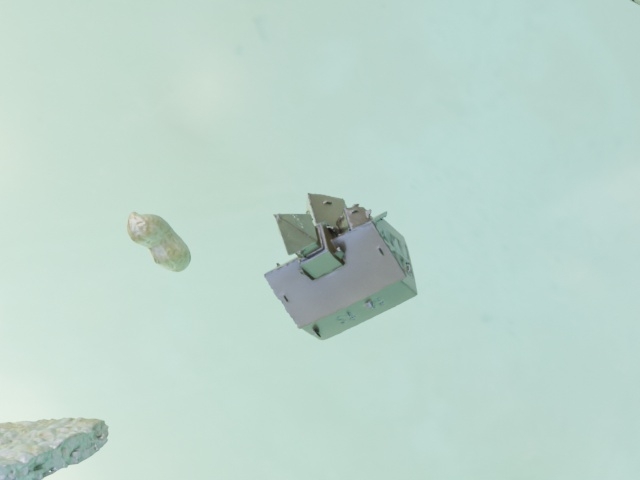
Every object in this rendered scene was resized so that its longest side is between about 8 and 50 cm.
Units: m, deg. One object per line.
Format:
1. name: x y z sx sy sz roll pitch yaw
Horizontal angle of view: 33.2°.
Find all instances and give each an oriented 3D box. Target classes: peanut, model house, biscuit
1. peanut: -0.148 0.000 0.981 0.037 0.083 0.037 -24 44 25
2. model house: 0.000 0.000 1.499 0.180 0.248 0.176 -26 55 17
3. biscuit: -0.352 0.230 1.142 0.188 0.265 0.040 -170 74 -65

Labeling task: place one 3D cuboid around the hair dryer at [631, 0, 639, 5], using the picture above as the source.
1. hair dryer: 0.347 -0.342 0.957 0.279 0.134 0.090 -63 24 22
